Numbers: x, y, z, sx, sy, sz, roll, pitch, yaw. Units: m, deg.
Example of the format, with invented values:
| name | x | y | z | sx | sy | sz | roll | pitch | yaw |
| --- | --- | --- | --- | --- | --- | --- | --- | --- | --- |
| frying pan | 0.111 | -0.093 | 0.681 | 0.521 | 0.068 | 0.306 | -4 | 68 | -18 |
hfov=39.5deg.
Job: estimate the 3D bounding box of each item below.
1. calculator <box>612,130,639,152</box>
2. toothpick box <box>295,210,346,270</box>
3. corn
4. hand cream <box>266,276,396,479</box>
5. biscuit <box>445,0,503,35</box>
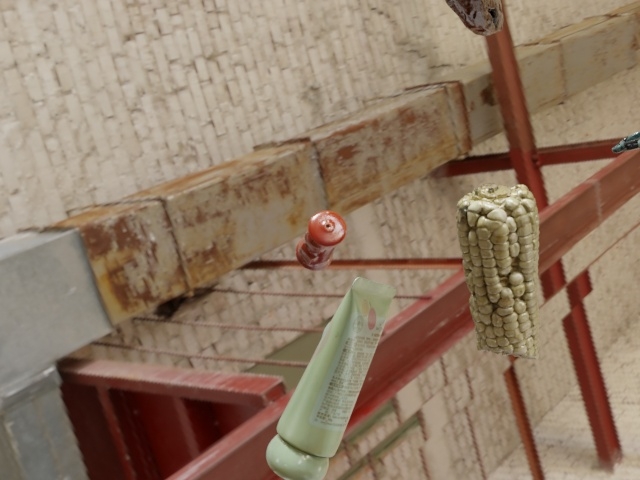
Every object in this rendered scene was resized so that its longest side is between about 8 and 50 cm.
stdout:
| name | x | y | z | sx | sy | sz | roll | pitch | yaw |
| --- | --- | --- | --- | --- | --- | --- | --- | --- | --- |
| calculator | 0.379 | -0.118 | 0.948 | 0.141 | 0.094 | 0.019 | -15 | -79 | 49 |
| toothpick box | 0.000 | 0.000 | 1.042 | 0.047 | 0.047 | 0.083 | 51 | -23 | 11 |
| corn | 0.191 | 0.043 | 0.950 | 0.087 | 0.087 | 0.211 | 7 | -68 | 39 |
| hand cream | 0.020 | 0.199 | 1.266 | 0.093 | 0.147 | 0.306 | 27 | -86 | 29 |
| biscuit | 0.150 | -0.310 | 0.979 | 0.049 | 0.192 | 0.192 | -26 | -89 | 28 |
